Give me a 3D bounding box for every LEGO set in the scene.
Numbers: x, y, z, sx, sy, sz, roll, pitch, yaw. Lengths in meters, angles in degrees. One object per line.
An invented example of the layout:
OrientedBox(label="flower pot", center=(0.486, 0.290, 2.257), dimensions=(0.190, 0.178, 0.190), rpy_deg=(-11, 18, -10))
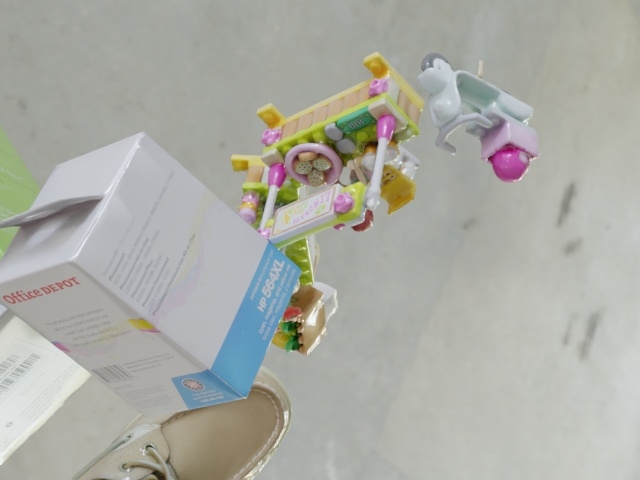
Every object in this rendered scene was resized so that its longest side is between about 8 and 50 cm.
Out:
OrientedBox(label="LEGO set", center=(0.000, 0.000, 0.922), dimensions=(0.132, 0.287, 0.107), rpy_deg=(26, 47, -16))

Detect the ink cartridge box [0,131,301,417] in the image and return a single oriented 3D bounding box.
OrientedBox(label="ink cartridge box", center=(-0.100, 0.015, 0.823), dimensions=(0.143, 0.092, 0.090), rpy_deg=(43, 54, -27))

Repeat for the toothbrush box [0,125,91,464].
OrientedBox(label="toothbrush box", center=(-0.292, 0.020, 1.048), dimensions=(0.206, 0.283, 0.122), rpy_deg=(-43, 147, 10))

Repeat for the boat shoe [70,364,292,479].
OrientedBox(label="boat shoe", center=(-0.147, 0.209, 1.238), dimensions=(0.302, 0.098, 0.109), rpy_deg=(-33, 98, -9))
